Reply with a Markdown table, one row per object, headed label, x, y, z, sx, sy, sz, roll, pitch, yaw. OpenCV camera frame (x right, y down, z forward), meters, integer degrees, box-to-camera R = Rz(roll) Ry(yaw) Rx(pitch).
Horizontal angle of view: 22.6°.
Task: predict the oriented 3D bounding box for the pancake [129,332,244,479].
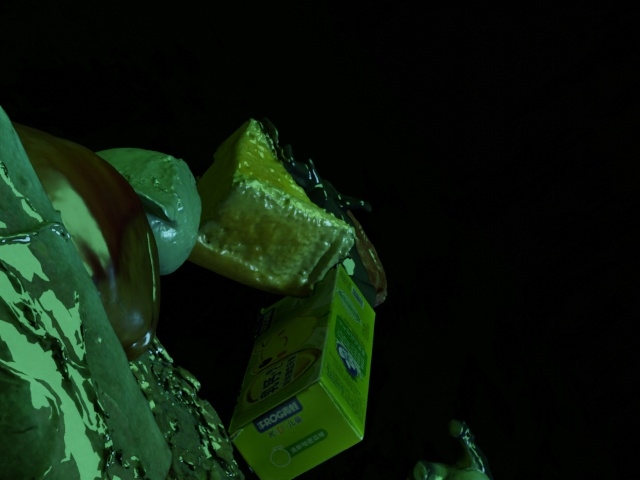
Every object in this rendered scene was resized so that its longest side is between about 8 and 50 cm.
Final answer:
| label | x | y | z | sx | sy | sz | roll | pitch | yaw |
| --- | --- | --- | --- | --- | --- | --- | --- | --- | --- |
| pancake | -0.157 | 0.121 | 1.274 | 0.282 | 0.049 | 0.282 | 51 | 14 | -19 |

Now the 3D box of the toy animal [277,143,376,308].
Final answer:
| label | x | y | z | sx | sy | sz | roll | pitch | yaw |
| --- | --- | --- | --- | --- | --- | --- | --- | --- | --- |
| toy animal | -0.005 | 0.000 | 1.989 | 0.146 | 0.115 | 0.245 | 17 | 64 | -60 |

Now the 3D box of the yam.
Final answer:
| label | x | y | z | sx | sy | sz | roll | pitch | yaw |
| --- | --- | --- | --- | --- | --- | --- | --- | --- | --- |
| yam | -0.219 | 0.073 | 0.882 | 0.201 | 0.202 | 0.271 | -35 | 93 | -36 |

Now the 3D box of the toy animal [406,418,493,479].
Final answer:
| label | x | y | z | sx | sy | sz | roll | pitch | yaw |
| --- | --- | --- | --- | --- | --- | --- | --- | --- | --- |
| toy animal | 0.168 | 0.326 | 1.877 | 0.121 | 0.094 | 0.225 | 60 | 9 | -31 |

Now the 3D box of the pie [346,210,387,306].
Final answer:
| label | x | y | z | sx | sy | sz | roll | pitch | yaw |
| --- | --- | --- | --- | --- | --- | --- | --- | --- | --- |
| pie | 0.027 | 0.014 | 2.156 | 0.182 | 0.050 | 0.182 | 51 | 20 | -27 |

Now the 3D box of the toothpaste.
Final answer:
| label | x | y | z | sx | sy | sz | roll | pitch | yaw |
| --- | --- | --- | --- | --- | --- | --- | --- | --- | --- |
| toothpaste | -0.013 | 0.130 | 1.625 | 0.077 | 0.110 | 0.327 | 56 | 14 | -14 |

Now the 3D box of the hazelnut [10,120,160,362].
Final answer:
| label | x | y | z | sx | sy | sz | roll | pitch | yaw |
| --- | --- | --- | --- | --- | --- | --- | --- | --- | --- |
| hazelnut | -0.205 | 0.000 | 1.093 | 0.212 | 0.181 | 0.180 | 94 | -12 | -75 |

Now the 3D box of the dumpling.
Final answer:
| label | x | y | z | sx | sy | sz | roll | pitch | yaw |
| --- | --- | --- | --- | --- | --- | --- | --- | --- | --- |
| dumpling | -0.169 | -0.039 | 1.360 | 0.153 | 0.108 | 0.219 | 35 | -13 | -2 |

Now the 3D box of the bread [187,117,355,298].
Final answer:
| label | x | y | z | sx | sy | sz | roll | pitch | yaw |
| --- | --- | --- | --- | --- | --- | --- | --- | --- | --- |
| bread | -0.065 | -0.034 | 1.690 | 0.169 | 0.140 | 0.160 | 27 | 25 | -29 |
